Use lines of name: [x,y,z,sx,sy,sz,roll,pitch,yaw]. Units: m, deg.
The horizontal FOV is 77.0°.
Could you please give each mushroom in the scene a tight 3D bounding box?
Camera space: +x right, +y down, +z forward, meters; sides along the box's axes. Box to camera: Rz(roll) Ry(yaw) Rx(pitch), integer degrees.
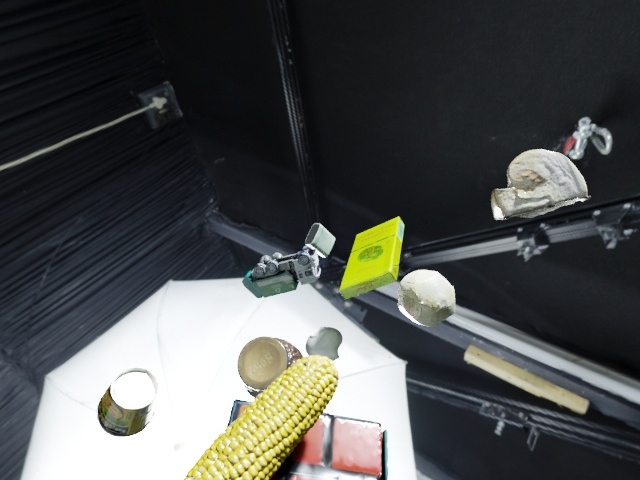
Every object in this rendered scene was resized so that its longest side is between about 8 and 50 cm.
mushroom: [0.618,-0.159,1.194,0.236,0.162,0.173,-14,-101,12]

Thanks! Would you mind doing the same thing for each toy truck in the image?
toy truck: [-0.126,0.103,1.310,0.253,0.114,0.124,-13,-76,8]

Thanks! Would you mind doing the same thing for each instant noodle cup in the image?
instant noodle cup: [-0.489,0.409,1.043,0.151,0.151,0.122,41,-57,7]

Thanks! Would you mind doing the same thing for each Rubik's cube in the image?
Rubik's cube: [-0.048,0.484,0.691,0.293,0.283,0.289,10,-50,2]

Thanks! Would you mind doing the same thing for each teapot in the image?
teapot: [0.009,0.370,1.483,0.226,0.145,0.092,-163,-130,-77]

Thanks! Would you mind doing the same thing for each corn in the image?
corn: [-0.085,0.282,0.582,0.106,0.293,0.106,33,-31,23]

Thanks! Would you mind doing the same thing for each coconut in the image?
coconut: [0.432,0.232,1.633,0.227,0.227,0.230,51,-11,-8]

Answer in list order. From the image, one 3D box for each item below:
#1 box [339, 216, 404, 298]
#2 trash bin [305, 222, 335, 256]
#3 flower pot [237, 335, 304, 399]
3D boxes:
box: [0.180,0.050,1.353,0.187,0.335,0.047,-24,-67,28]
trash bin: [0.000,0.000,1.911,0.059,0.116,0.130,8,-24,44]
flower pot: [-0.197,0.495,1.571,0.266,0.267,0.267,32,-20,19]
